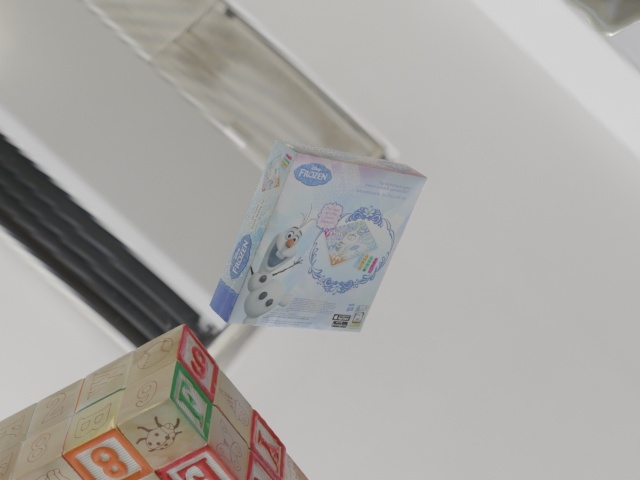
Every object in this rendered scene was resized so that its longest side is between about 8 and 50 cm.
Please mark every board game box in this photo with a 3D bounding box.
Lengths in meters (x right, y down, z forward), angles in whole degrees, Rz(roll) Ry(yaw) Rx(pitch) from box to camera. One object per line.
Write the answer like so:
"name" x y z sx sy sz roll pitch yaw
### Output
"board game box" 0.000 0.000 0.633 0.090 0.090 0.020 8 -158 -43

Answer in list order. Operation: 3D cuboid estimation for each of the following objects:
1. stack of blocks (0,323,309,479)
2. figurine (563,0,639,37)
"stack of blocks" -0.173 0.205 0.911 0.171 0.297 0.087 55 -163 -25
"figurine" 0.114 -0.230 0.671 0.215 0.092 0.209 37 -151 -27
